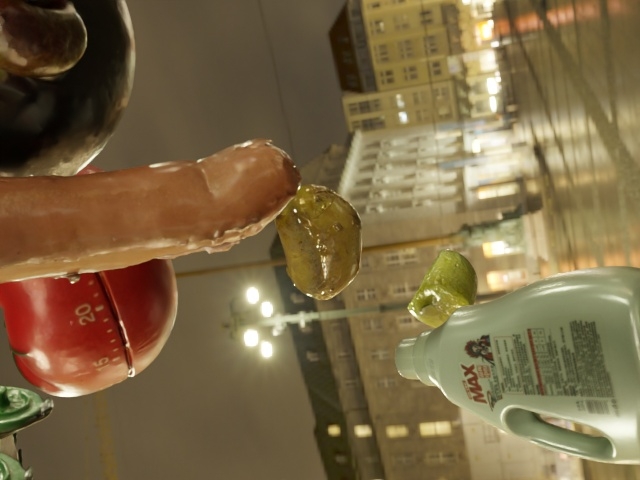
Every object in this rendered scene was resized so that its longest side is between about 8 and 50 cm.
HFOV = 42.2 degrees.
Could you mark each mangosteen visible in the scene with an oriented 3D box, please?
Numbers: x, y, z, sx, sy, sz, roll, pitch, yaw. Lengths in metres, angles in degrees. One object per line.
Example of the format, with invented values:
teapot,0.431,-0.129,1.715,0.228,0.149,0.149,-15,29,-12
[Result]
mangosteen,-0.227,-0.141,0.552,0.228,0.265,0.228,11,-111,-29

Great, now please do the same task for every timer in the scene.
timer,-0.396,0.055,1.337,0.378,0.279,0.378,49,154,34

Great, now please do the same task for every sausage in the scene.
sausage,-0.159,-0.010,0.510,0.078,0.304,0.078,169,90,-70

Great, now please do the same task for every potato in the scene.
potato,0.000,0.000,1.253,0.137,0.137,0.176,-26,-76,-76

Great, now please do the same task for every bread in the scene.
bread,0.230,0.094,1.514,0.114,0.111,0.129,-65,4,-35

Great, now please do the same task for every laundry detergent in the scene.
laundry detergent,0.284,0.178,1.150,0.124,0.398,0.264,-28,-76,-47

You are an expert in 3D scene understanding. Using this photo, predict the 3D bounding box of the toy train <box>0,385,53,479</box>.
toy train,-0.338,0.217,0.706,0.266,0.202,0.145,-117,32,-69
